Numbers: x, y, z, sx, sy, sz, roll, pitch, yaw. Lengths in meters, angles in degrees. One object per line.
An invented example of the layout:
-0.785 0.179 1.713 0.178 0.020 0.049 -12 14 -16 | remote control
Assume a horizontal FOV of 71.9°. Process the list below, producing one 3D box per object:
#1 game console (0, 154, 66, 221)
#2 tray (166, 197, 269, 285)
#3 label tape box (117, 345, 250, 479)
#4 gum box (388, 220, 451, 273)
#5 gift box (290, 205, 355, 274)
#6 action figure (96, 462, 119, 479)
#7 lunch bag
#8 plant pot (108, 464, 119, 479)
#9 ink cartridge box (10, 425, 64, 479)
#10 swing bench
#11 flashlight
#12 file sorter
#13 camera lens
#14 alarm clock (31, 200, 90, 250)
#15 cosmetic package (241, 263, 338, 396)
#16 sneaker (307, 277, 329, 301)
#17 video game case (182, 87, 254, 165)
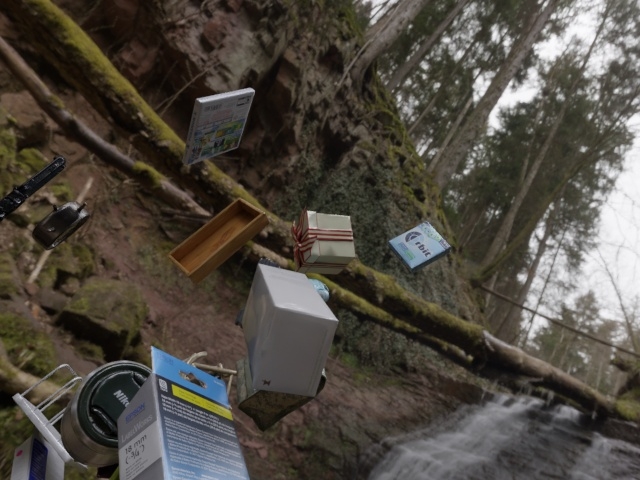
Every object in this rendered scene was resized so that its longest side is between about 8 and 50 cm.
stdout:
-0.821 -0.111 1.178 0.213 0.362 0.044 -21 -59 27 | game console
-0.436 -0.005 1.899 0.202 0.411 0.076 30 -27 40 | tray
-0.266 0.403 0.867 0.241 0.105 0.334 47 6 -41 | label tape box
0.385 0.025 1.721 0.157 0.184 0.041 55 -15 36 | gum box
0.000 0.000 2.065 0.257 0.255 0.276 3 -31 -20 | gift box
-0.729 0.662 1.585 0.248 0.276 0.370 20 13 -45 | action figure
-0.125 0.434 1.450 0.169 0.286 0.235 55 3 -24 | lunch bag
-0.479 0.744 1.333 0.227 0.228 0.207 40 9 21 | plant pot
-0.869 0.754 1.357 0.371 0.069 0.176 50 -18 54 | ink cartridge box
-0.483 0.526 1.602 0.253 0.165 0.255 -25 -51 25 | swing bench
-0.269 0.226 1.866 0.103 0.304 0.103 1 -30 40 | flashlight
-0.798 0.567 1.425 0.277 0.173 0.193 38 -35 16 | file sorter
-0.537 0.451 1.140 0.219 0.219 0.274 39 -47 -8 | camera lens
-0.638 -0.033 1.079 0.064 0.129 0.192 46 -38 -12 | alarm clock
-0.096 0.206 1.110 0.155 0.197 0.365 15 9 -17 | cosmetic package
-0.043 0.219 1.875 0.149 0.136 0.366 6 5 12 | sneaker
-0.431 -0.486 1.872 0.036 0.329 0.300 37 -51 12 | video game case
